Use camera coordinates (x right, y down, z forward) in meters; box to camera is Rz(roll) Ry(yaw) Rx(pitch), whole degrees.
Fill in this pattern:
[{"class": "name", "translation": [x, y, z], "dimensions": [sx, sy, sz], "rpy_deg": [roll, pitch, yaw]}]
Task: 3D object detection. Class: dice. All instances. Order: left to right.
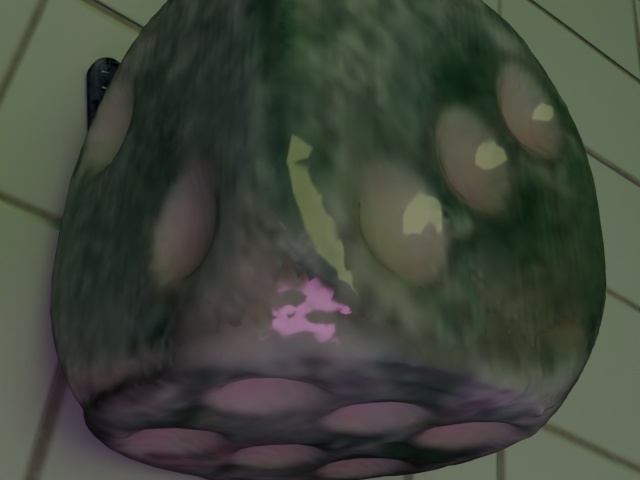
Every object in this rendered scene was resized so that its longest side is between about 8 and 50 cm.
[{"class": "dice", "translation": [0.000, 0.000, 0.662], "dimensions": [0.327, 0.330, 0.348], "rpy_deg": [20, 60, -34]}]

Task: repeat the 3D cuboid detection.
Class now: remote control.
[{"class": "remote control", "translation": [-0.199, -0.106, 0.779], "dimensions": [0.043, 0.027, 0.153], "rpy_deg": [12, 62, -44]}]
